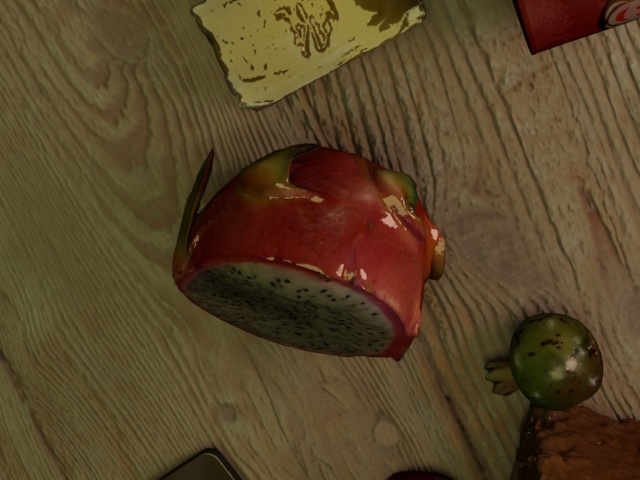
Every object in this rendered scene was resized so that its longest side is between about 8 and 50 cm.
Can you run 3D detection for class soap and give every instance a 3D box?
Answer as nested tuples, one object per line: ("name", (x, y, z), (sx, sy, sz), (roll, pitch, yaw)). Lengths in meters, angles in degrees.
("soap", (-0.011, -0.246, 1.253), (0.233, 0.076, 0.135), (-26, 99, 14))

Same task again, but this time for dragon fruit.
("dragon fruit", (0.000, 0.000, 1.230), (0.291, 0.290, 0.189), (16, 71, 3))

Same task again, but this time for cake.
("cake", (0.337, 0.368, 1.280), (0.282, 0.255, 0.290), (8, 110, 3))

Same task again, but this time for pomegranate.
("pomegranate", (0.253, 0.144, 1.310), (0.142, 0.114, 0.114), (-28, 100, 38))

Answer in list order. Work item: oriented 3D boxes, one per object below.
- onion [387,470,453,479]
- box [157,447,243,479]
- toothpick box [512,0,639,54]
("onion", (0.091, 0.379, 1.390), (0.151, 0.098, 0.205), (15, 106, 2))
("box", (-0.157, 0.322, 1.441), (0.126, 0.031, 0.091), (-36, 97, 14))
("toothpick box", (0.337, -0.330, 1.122), (0.333, 0.204, 0.204), (-18, 101, 10))
